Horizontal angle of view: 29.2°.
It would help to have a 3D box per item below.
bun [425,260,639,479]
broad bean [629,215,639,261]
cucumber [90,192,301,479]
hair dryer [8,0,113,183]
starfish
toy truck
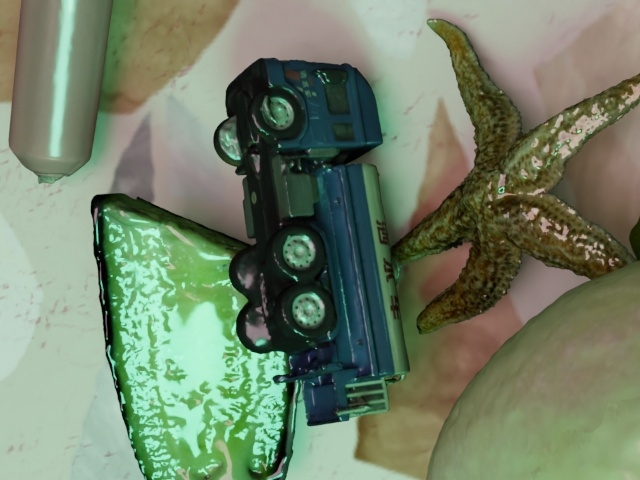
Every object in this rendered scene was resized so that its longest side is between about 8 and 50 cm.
[{"bbox_3d":[0.212,0.180,0.531,0.361,0.213,0.361,5,118,10],"label":"bun"},{"bbox_3d":[0.232,-0.022,0.602,0.124,0.082,0.174,36,101,13],"label":"broad bean"},{"bbox_3d":[-0.072,0.059,0.750,0.115,0.086,0.193,-6,100,-7],"label":"cucumber"},{"bbox_3d":[-0.169,-0.202,0.742,0.210,0.125,0.352,21,113,21],"label":"hair dryer"},{"bbox_3d":[0.098,-0.031,0.653,0.223,0.050,0.217,-44,52,34],"label":"starfish"},{"bbox_3d":[0.000,0.000,0.683,0.074,0.088,0.201,153,110,-64],"label":"toy truck"}]
